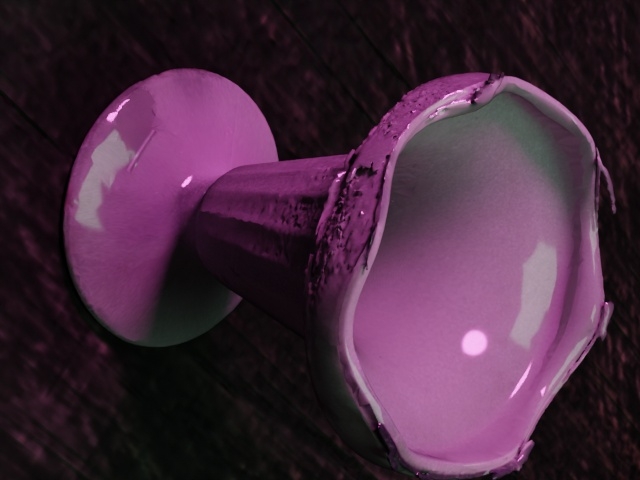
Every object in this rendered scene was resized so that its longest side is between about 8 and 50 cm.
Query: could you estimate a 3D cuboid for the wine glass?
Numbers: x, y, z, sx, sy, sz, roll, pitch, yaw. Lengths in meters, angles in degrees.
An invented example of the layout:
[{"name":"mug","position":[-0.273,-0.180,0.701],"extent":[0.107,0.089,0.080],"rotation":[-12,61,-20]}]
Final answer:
[{"name":"wine glass","position":[0.000,0.000,0.778],"extent":[0.165,0.196,0.164],"rotation":[-18,114,-45]}]
